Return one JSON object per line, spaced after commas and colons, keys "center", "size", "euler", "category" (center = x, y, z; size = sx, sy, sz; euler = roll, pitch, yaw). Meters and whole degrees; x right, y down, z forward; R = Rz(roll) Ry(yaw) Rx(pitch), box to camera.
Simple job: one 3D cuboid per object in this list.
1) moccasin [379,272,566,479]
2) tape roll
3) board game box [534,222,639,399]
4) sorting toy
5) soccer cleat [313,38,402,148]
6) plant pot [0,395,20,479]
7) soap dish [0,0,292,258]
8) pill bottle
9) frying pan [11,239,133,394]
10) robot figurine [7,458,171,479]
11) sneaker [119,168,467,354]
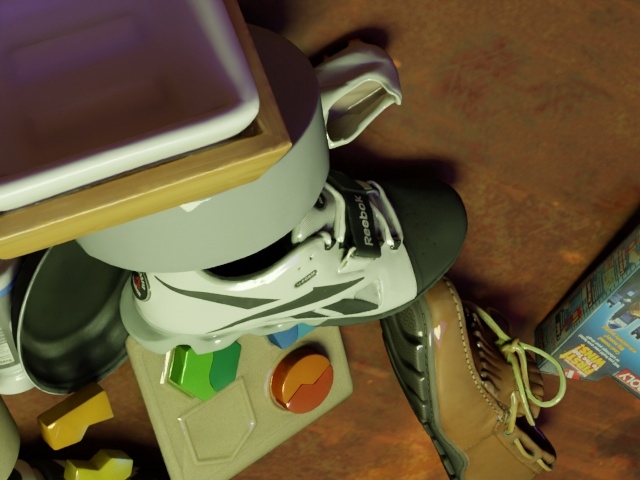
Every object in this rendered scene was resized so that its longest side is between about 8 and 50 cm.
{"center": [0.160, 0.143, 1.629], "size": [0.147, 0.139, 0.380], "euler": [-27, 135, 1], "category": "moccasin"}
{"center": [-0.104, -0.076, 1.264], "size": [0.219, 0.219, 0.072], "euler": [-17, 133, -7], "category": "tape roll"}
{"center": [0.321, 0.091, 1.659], "size": [0.194, 0.060, 0.194], "euler": [38, 125, -25], "category": "board game box"}
{"center": [-0.100, 0.143, 1.496], "size": [0.307, 0.041, 0.229], "euler": [-32, 132, -25], "category": "sorting toy"}
{"center": [-0.022, -0.096, 1.381], "size": [0.196, 0.076, 0.068], "euler": [-32, 134, 8], "category": "soccer cleat"}
{"center": [-0.400, 0.082, 1.298], "size": [0.256, 0.256, 0.274], "euler": [-17, 118, -7], "category": "plant pot"}
{"center": [-0.172, -0.137, 1.153], "size": [0.228, 0.291, 0.118], "euler": [-18, 155, -7], "category": "soap dish"}
{"center": [-0.279, 0.065, 1.419], "size": [0.078, 0.078, 0.137], "euler": [-18, 135, -7], "category": "pill bottle"}
{"center": [-0.160, 0.039, 1.458], "size": [0.326, 0.053, 0.197], "euler": [3, 112, -61], "category": "frying pan"}
{"center": [-0.228, 0.295, 1.588], "size": [0.278, 0.174, 0.209], "euler": [9, 122, -29], "category": "robot figurine"}
{"center": [0.000, 0.000, 1.396], "size": [0.330, 0.122, 0.146], "euler": [-18, 156, -27], "category": "sneaker"}
